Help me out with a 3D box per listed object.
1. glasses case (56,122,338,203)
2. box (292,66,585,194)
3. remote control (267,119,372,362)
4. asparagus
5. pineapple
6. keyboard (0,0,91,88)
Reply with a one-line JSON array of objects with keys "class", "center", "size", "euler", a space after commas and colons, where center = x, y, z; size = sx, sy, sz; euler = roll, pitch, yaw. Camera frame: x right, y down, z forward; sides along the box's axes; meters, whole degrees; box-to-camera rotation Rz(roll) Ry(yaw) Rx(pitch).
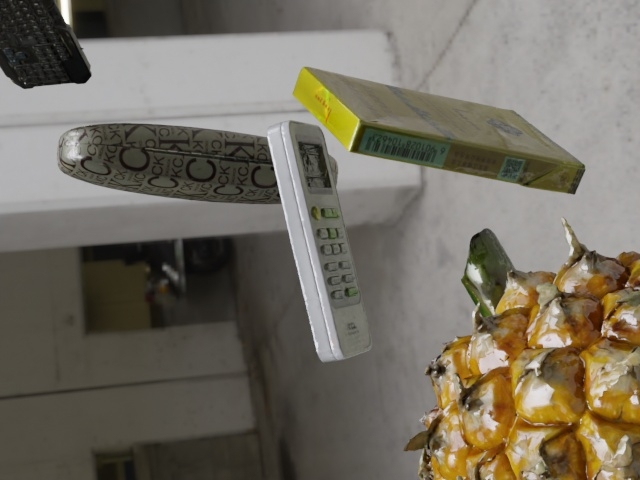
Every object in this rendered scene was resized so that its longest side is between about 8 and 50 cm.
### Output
[{"class": "glasses case", "center": [-0.151, -0.095, 1.380], "size": [0.137, 0.354, 0.085], "euler": [165, 108, -71]}, {"class": "box", "center": [0.123, -0.115, 1.134], "size": [0.153, 0.278, 0.041], "euler": [51, 127, 54]}, {"class": "remote control", "center": [0.000, 0.000, 1.143], "size": [0.103, 0.034, 0.250], "euler": [-1, -103, -68]}, {"class": "asparagus", "center": [0.280, 0.146, 1.435], "size": [0.343, 0.085, 0.082], "euler": [60, -153, 8]}, {"class": "pineapple", "center": [0.228, 0.121, 0.747], "size": [0.286, 0.344, 0.209], "euler": [-104, -5, -68]}, {"class": "keyboard", "center": [-0.329, -0.242, 1.193], "size": [0.262, 0.106, 0.016], "euler": [77, -173, -65]}]
